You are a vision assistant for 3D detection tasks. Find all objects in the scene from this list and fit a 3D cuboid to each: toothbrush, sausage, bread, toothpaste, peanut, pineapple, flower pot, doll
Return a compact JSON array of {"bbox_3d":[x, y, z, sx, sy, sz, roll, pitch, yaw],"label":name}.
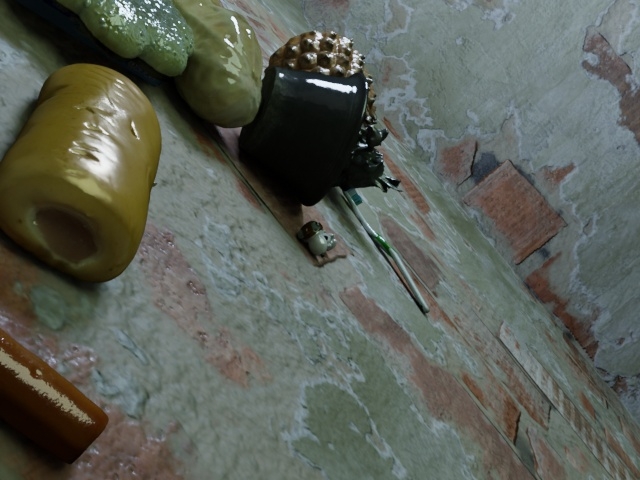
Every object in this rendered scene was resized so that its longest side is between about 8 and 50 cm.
[{"bbox_3d":[0.126,0.016,1.508,0.304,0.030,0.030,59,19,21],"label":"toothbrush"},{"bbox_3d":[-0.196,0.091,0.496,0.131,0.041,0.039,44,39,-17],"label":"sausage"},{"bbox_3d":[-0.248,-0.302,1.021,0.207,0.056,0.286,50,21,-3],"label":"bread"},{"bbox_3d":[-0.307,-0.299,1.033,0.272,0.053,0.066,28,27,-52],"label":"toothpaste"},{"bbox_3d":[-0.184,-0.309,1.209,0.152,0.152,0.313,22,29,-56],"label":"peanut"},{"bbox_3d":[0.035,-0.218,1.504,0.223,0.223,0.357,18,44,-60],"label":"pineapple"},{"bbox_3d":[-0.216,-0.082,0.745,0.142,0.091,0.305,35,21,-25],"label":"bread"},{"bbox_3d":[-0.039,-0.188,1.251,0.148,0.235,0.235,22,26,-19],"label":"flower pot"},{"bbox_3d":[-0.002,-0.006,1.202,0.058,0.040,0.085,62,21,-4],"label":"doll"}]
